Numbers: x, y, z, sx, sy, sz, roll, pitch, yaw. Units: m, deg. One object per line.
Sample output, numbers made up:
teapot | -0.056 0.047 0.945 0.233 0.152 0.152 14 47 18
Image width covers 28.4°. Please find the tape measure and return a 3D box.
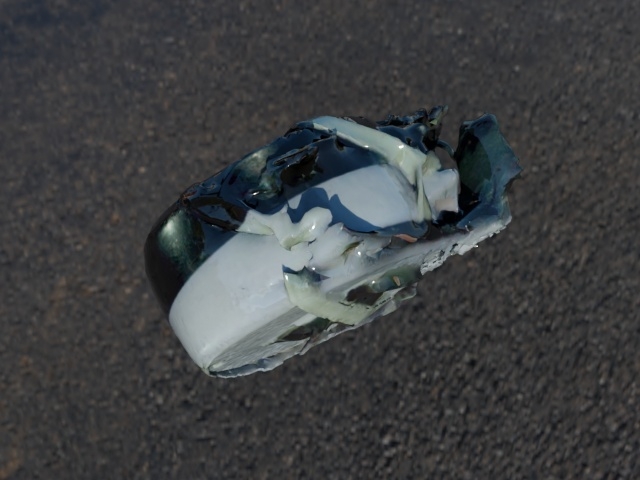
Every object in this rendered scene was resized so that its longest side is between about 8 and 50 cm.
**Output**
tape measure | -0.002 0.001 0.357 0.094 0.091 0.054 -18 74 -38
